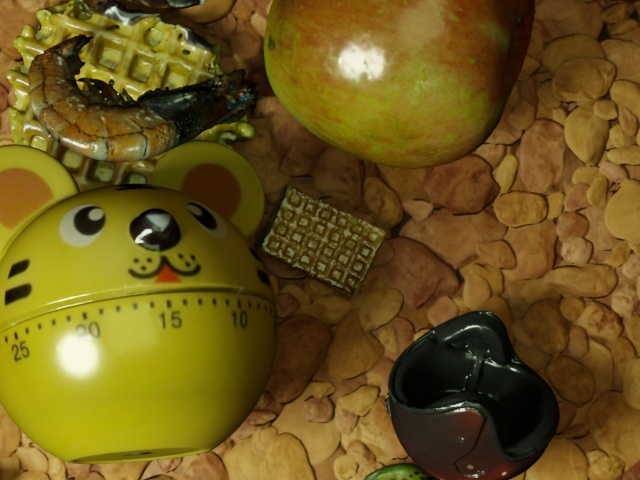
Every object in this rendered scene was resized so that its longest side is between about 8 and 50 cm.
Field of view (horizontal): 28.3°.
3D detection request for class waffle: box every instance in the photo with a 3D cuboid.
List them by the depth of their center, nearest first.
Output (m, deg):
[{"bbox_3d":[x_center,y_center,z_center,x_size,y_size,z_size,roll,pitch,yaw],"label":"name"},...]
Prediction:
[{"bbox_3d":[-0.241,-0.171,1.621,0.312,0.060,0.307,-13,90,-9],"label":"waffle"},{"bbox_3d":[0.000,0.000,1.650,0.148,0.042,0.102,26,82,-5],"label":"waffle"}]

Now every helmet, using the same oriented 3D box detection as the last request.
[{"bbox_3d":[0.187,0.208,1.584,0.216,0.193,0.189,15,40,2],"label":"helmet"}]

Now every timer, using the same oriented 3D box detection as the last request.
[{"bbox_3d":[-0.224,0.059,1.470,0.376,0.376,0.387,-6,75,-8],"label":"timer"}]

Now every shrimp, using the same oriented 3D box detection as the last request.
[{"bbox_3d":[-0.220,-0.186,1.541,0.290,0.054,0.222,-18,51,-35],"label":"shrimp"}]

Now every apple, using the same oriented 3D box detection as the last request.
[{"bbox_3d":[0.095,-0.255,1.543,0.339,0.339,0.339,1,86,-8],"label":"apple"}]

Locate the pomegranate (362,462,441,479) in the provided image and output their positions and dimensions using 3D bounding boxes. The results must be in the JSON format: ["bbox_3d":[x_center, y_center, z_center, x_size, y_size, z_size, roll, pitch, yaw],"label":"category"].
[{"bbox_3d":[0.120,0.360,1.602,0.169,0.122,0.143,36,53,-1],"label":"pomegranate"}]

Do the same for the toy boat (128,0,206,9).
[{"bbox_3d":[-0.242,-0.387,1.618,0.262,0.114,0.115,39,49,-4],"label":"toy boat"}]
